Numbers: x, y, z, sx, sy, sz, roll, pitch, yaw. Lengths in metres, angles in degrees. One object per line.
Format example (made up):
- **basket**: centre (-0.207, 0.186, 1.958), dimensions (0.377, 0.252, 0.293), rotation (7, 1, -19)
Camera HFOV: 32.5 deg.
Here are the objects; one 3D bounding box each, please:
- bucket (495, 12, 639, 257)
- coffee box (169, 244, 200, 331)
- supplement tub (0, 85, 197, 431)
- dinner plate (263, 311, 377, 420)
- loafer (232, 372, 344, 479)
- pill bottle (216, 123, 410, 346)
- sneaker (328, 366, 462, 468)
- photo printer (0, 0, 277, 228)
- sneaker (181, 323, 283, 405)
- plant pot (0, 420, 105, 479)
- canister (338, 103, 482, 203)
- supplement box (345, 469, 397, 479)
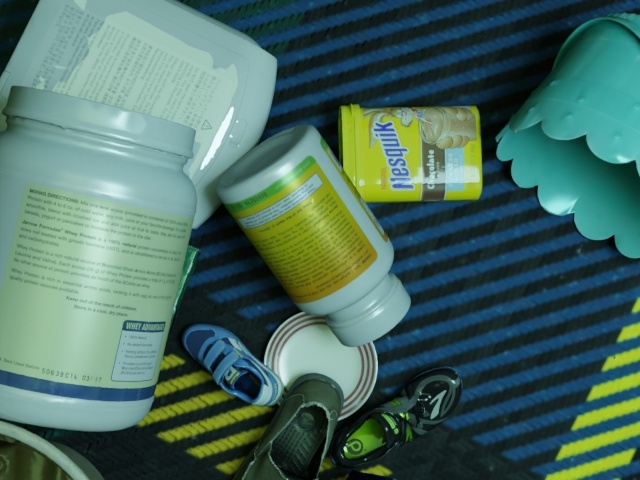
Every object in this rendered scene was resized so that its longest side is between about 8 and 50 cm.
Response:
- **bucket**: centre (0.361, -0.117, 1.265), dimensions (0.281, 0.281, 0.183), rotation (35, 80, 1)
- **coffee box**: centre (-0.252, 0.030, 1.352), dimensions (0.184, 0.040, 0.113), rotation (20, 86, 0)
- **supplement tub**: centre (-0.264, 0.018, 1.165), dimensions (0.235, 0.235, 0.325), rotation (13, 91, 0)
- **dinner plate**: centre (0.000, 0.155, 1.362), dimensions (0.141, 0.017, 0.141), rotation (0, 86, -2)
- **loafer**: centre (-0.051, 0.278, 1.310), dimensions (0.094, 0.087, 0.251), rotation (23, 94, 0)
- **pill bottle**: centre (0.000, 0.000, 1.278), dimensions (0.136, 0.136, 0.246), rotation (-35, 108, -3)
- **sneaker**: centre (0.095, 0.221, 1.329), dimensions (0.188, 0.078, 0.067), rotation (-32, 88, -3)
- **photo printer**: centre (-0.219, -0.173, 1.331), dimensions (0.307, 0.107, 0.256), rotation (25, 88, 0)
- **sneaker**: centre (-0.111, 0.150, 1.332), dimensions (0.144, 0.059, 0.053), rotation (34, 100, 12)
- **plant pot**: centre (-0.356, 0.346, 1.199), dimensions (0.334, 0.305, 0.334), rotation (0, 86, -1)
- **canister**: centre (0.109, -0.106, 1.352), dimensions (0.170, 0.073, 0.126), rotation (-2, 87, -3)
- **supplement box**: centre (0.136, 0.447, 1.232), dimensions (0.356, 0.195, 0.194), rotation (40, 75, -3)
